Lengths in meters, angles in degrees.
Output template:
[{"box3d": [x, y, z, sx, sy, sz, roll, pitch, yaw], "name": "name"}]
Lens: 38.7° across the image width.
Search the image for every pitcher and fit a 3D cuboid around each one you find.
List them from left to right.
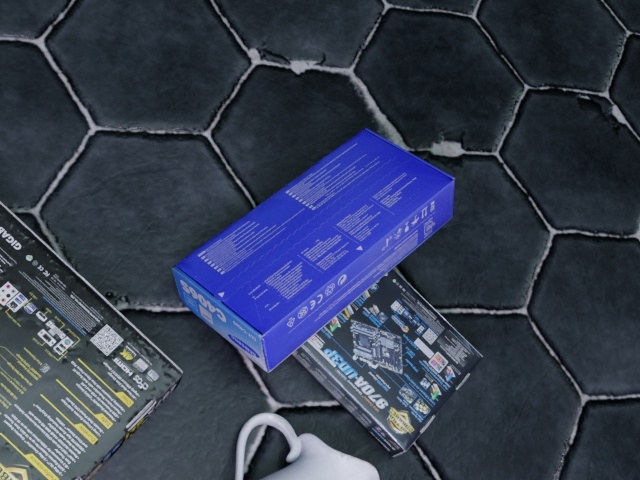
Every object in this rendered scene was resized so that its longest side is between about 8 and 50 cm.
[{"box3d": [-0.058, 0.304, 1.042, 0.178, 0.125, 0.207, 31, 49, 19], "name": "pitcher"}]

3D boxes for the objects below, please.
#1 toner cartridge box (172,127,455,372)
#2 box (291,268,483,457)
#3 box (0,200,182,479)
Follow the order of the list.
[{"box3d": [0.000, 0.000, 1.163, 0.348, 0.075, 0.165, -37, 53, -27], "name": "toner cartridge box"}, {"box3d": [0.077, 0.139, 1.181, 0.220, 0.051, 0.175, 44, 62, 3], "name": "box"}, {"box3d": [-0.357, 0.139, 1.024, 0.322, 0.079, 0.257, 42, 64, 2], "name": "box"}]
